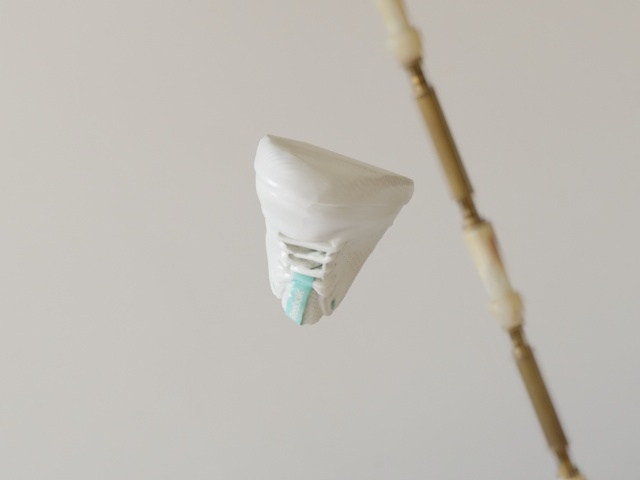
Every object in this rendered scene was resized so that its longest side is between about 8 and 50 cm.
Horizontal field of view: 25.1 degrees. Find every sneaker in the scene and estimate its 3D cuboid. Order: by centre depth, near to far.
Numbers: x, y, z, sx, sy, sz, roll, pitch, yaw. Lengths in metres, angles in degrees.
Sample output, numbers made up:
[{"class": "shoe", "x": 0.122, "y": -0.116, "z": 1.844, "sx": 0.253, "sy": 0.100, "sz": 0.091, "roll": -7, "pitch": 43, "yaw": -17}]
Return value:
[{"class": "sneaker", "x": 0.000, "y": 0.000, "z": 0.766, "sx": 0.080, "sy": 0.094, "sz": 0.212, "roll": 20, "pitch": -1, "yaw": 6}]
